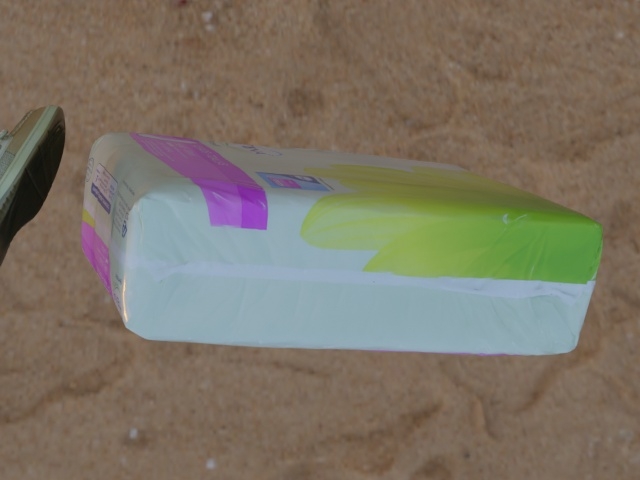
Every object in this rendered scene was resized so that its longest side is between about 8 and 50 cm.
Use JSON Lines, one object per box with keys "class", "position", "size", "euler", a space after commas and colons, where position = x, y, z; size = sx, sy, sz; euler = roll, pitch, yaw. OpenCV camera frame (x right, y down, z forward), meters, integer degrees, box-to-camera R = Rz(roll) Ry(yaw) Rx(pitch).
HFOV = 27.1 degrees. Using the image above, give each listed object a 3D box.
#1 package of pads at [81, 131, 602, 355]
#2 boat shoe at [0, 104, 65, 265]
{"class": "package of pads", "position": [0.000, 0.000, 0.876], "size": [0.296, 0.229, 0.101], "euler": [4, 100, -18]}
{"class": "boat shoe", "position": [-0.197, -0.023, 0.781], "size": [0.048, 0.153, 0.056], "euler": [19, 152, 7]}
